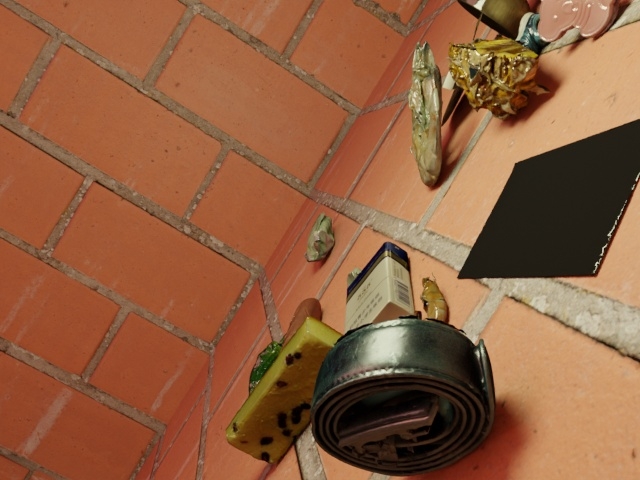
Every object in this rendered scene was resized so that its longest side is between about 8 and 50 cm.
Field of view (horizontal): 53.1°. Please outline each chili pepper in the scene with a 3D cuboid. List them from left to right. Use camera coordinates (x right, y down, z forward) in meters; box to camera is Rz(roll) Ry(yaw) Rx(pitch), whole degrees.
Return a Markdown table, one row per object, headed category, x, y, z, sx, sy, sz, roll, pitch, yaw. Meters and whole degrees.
| category | x | y | z | sx | sy | sz | roll | pitch | yaw |
| --- | --- | --- | --- | --- | --- | --- | --- | --- | --- |
| chili pepper | -0.169 | 0.392 | 1.955 | 0.122 | 0.065 | 0.279 | -17 | 44 | 62 |

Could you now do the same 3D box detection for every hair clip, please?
| category | x | y | z | sx | sy | sz | roll | pitch | yaw |
| --- | --- | --- | --- | --- | --- | --- | --- | --- | --- |
| hair clip | 0.465 | -0.423 | 1.165 | 0.138 | 0.102 | 0.123 | -102 | 9 | -67 |

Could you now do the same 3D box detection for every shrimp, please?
| category | x | y | z | sx | sy | sz | roll | pitch | yaw |
| --- | --- | --- | --- | --- | --- | --- | --- | --- | --- |
| shrimp | 0.190 | 0.127 | 1.124 | 0.162 | 0.045 | 0.095 | -85 | 7 | -57 |
| shrimp | 0.258 | -0.309 | 1.523 | 0.247 | 0.085 | 0.361 | 79 | -170 | -83 |

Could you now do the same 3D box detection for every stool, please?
| category | x | y | z | sx | sy | sz | roll | pitch | yaw |
| --- | --- | --- | --- | --- | --- | --- | --- | --- | --- |
| stool | 0.482 | -0.648 | 1.548 | 0.264 | 0.179 | 0.179 | -55 | 11 | 17 |

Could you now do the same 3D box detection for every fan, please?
| category | x | y | z | sx | sy | sz | roll | pitch | yaw |
| --- | --- | --- | --- | --- | --- | --- | --- | --- | --- |
| fan | 0.355 | -0.415 | 1.552 | 0.233 | 0.012 | 0.415 | -63 | -11 | -9 |

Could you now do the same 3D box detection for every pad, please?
| category | x | y | z | sx | sy | sz | roll | pitch | yaw |
| --- | --- | --- | --- | --- | --- | --- | --- | --- | --- |
| pad | 0.343 | -0.049 | 0.970 | 0.248 | 0.007 | 0.367 | -61 | 10 | -11 |

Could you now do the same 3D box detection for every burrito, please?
| category | x | y | z | sx | sy | sz | roll | pitch | yaw |
| --- | --- | --- | --- | --- | --- | --- | --- | --- | --- |
| burrito | 0.000 | 0.000 | 2.219 | 0.229 | 0.089 | 0.144 | -84 | 13 | -68 |

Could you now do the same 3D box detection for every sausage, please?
| category | x | y | z | sx | sy | sz | roll | pitch | yaw |
| --- | --- | --- | --- | --- | --- | --- | --- | --- | --- |
| sausage | -0.062 | 0.293 | 1.670 | 0.088 | 0.087 | 0.433 | -52 | 12 | 32 |

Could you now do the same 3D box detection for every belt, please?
| category | x | y | z | sx | sy | sz | roll | pitch | yaw |
| --- | --- | --- | --- | --- | --- | --- | --- | --- | --- |
| belt | 0.106 | 0.201 | 0.808 | 0.267 | 0.206 | 0.116 | -42 | 21 | 37 |

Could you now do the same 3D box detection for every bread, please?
| category | x | y | z | sx | sy | sz | roll | pitch | yaw |
| --- | --- | --- | --- | --- | --- | --- | --- | --- | --- |
| bread | -0.067 | 0.341 | 1.409 | 0.361 | 0.138 | 0.077 | -55 | 13 | 19 |

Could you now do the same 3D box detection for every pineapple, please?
| category | x | y | z | sx | sy | sz | roll | pitch | yaw |
| --- | --- | --- | --- | --- | --- | --- | --- | --- | --- |
| pineapple | 0.335 | -0.323 | 1.300 | 0.335 | 0.158 | 0.161 | -101 | 14 | -62 |

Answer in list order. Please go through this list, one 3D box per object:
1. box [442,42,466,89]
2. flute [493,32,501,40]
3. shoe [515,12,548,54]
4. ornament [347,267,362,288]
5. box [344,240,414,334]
| category | x | y | z | sx | sy | sz | roll | pitch | yaw |
| --- | --- | --- | --- | --- | --- | --- | --- | --- | --- |
| box | 0.347 | -0.432 | 1.592 | 0.109 | 0.029 | 0.198 | -69 | -12 | 21 |
| flute | 0.512 | -0.599 | 1.721 | 0.270 | 0.014 | 0.014 | -57 | 10 | 10 |
| shoe | 0.461 | -0.432 | 1.377 | 0.071 | 0.064 | 0.143 | -4 | 59 | 51 |
| ornament | 0.087 | 0.105 | 1.628 | 0.068 | 0.041 | 0.092 | 94 | -173 | -60 |
| box | 0.118 | 0.128 | 1.330 | 0.168 | 0.071 | 0.259 | -54 | 11 | 25 |
